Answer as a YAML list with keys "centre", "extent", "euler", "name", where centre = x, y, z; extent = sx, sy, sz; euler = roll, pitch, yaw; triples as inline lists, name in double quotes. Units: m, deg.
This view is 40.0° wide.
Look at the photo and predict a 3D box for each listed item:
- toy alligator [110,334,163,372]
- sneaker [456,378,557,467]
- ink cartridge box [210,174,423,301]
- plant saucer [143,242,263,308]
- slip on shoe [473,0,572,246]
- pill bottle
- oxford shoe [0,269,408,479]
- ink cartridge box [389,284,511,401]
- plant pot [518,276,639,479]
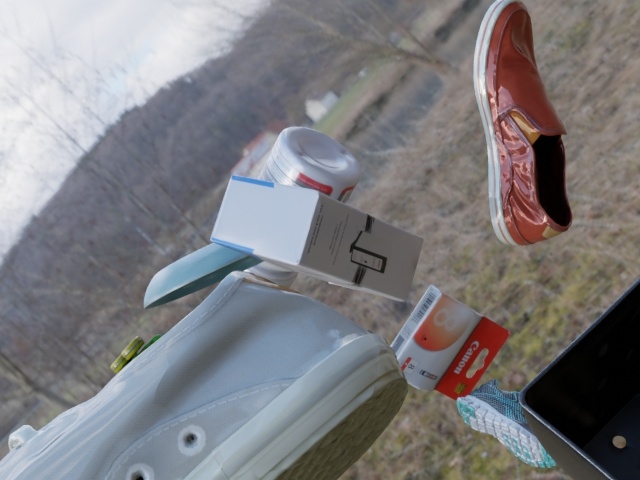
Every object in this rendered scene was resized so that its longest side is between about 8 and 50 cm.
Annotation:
- centre: [-0.212, 0.153, 1.035]
  extent: [0.051, 0.056, 0.190]
  euler: [-49, 2, -43]
  name: "toy alligator"
- centre: [0.262, 0.236, 1.171]
  extent: [0.076, 0.065, 0.166]
  euler: [-37, 42, -22]
  name: "sneaker"
- centre: [0.000, 0.000, 1.025]
  extent: [0.148, 0.203, 0.086]
  euler: [13, 85, 42]
  name: "ink cartridge box"
- centre: [-0.135, 0.024, 1.373]
  extent: [0.317, 0.044, 0.317]
  euler: [-24, -3, -1]
  name: "plant saucer"
- centre: [0.278, -0.157, 1.170]
  extent: [0.101, 0.332, 0.123]
  euler: [-2, 7, 44]
  name: "slip on shoe"
- centre: [-0.058, -0.048, 1.590]
  extent: [0.283, 0.161, 0.161]
  euler: [-59, -3, 29]
  name: "pill bottle"
- centre: [-0.153, 0.177, 0.481]
  extent: [0.449, 0.130, 0.169]
  euler: [-39, -23, -12]
  name: "oxford shoe"
- centre: [0.199, 0.170, 1.338]
  extent: [0.145, 0.179, 0.045]
  euler: [-57, 24, 6]
  name: "ink cartridge box"
- centre: [0.315, 0.181, 0.819]
  extent: [0.187, 0.188, 0.167]
  euler: [-39, -34, -16]
  name: "plant pot"
